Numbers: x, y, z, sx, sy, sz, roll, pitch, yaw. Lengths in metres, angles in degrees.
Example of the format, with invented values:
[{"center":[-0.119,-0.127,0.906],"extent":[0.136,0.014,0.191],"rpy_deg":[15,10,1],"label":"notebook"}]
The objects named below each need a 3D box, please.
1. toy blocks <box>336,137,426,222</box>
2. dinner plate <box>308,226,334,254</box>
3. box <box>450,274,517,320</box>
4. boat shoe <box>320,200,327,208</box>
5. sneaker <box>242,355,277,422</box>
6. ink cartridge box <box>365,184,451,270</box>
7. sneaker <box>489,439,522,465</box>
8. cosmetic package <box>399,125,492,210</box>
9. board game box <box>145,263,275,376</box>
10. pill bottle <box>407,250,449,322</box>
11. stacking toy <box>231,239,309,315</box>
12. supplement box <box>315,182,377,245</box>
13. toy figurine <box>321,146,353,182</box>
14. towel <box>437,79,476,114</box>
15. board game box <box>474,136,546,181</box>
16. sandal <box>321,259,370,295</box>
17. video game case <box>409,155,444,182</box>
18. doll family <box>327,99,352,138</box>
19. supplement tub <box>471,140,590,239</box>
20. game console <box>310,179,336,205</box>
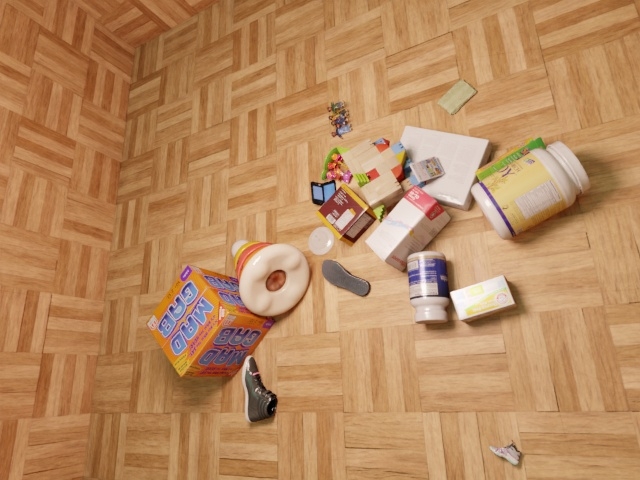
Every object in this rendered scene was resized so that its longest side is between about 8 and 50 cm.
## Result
[{"center":[0.271,-0.304,1.822],"extent":[0.261,0.191,0.381],"rpy_deg":[-30,63,8],"label":"toy blocks"},{"center":[0.000,0.000,2.069],"extent":[0.141,0.017,0.141],"rpy_deg":[-10,69,28],"label":"dinner plate"},{"center":[0.606,0.220,1.597],"extent":[0.203,0.103,0.114],"rpy_deg":[-24,64,22],"label":"box"},{"center":[0.052,-0.172,2.064],"extent":[0.137,0.049,0.043],"rpy_deg":[-40,23,13],"label":"boat shoe"},{"center":[-0.271,0.674,1.971],"extent":[0.147,0.104,0.295],"rpy_deg":[-13,75,25],"label":"sneaker"},{"center":[0.357,-0.043,1.750],"extent":[0.306,0.226,0.131],"rpy_deg":[-48,58,8],"label":"ink cartridge box"},{"center":[0.636,0.710,1.471],"extent":[0.098,0.038,0.069],"rpy_deg":[23,86,24],"label":"sneaker"},{"center":[0.489,-0.313,1.833],"extent":[0.377,0.097,0.284],"rpy_deg":[22,86,33],"label":"cosmetic package"},{"center":[-0.515,0.387,2.043],"extent":[0.356,0.356,0.356],"rpy_deg":[40,96,32],"label":"board game box"},{"center":[0.423,0.186,1.685],"extent":[0.153,0.153,0.264],"rpy_deg":[-9,71,28],"label":"pill bottle"},{"center":[-0.307,0.122,2.088],"extent":[0.480,0.350,0.350],"rpy_deg":[29,91,51],"label":"stacking toy"},{"center":[0.122,-0.118,1.966],"extent":[0.194,0.129,0.191],"rpy_deg":[-47,58,9],"label":"supplement box"},{"center":[0.105,-0.335,2.063],"extent":[0.159,0.130,0.173],"rpy_deg":[32,104,24],"label":"toy figurine"},{"center":[0.602,-0.635,1.908],"extent":[0.148,0.027,0.110],"rpy_deg":[-44,58,12],"label":"towel"},{"center":[0.743,-0.286,1.664],"extent":[0.259,0.124,0.039],"rpy_deg":[-31,29,20],"label":"board game box"},{"center":[0.110,0.173,1.937],"extent":[0.254,0.054,0.097],"rpy_deg":[32,99,24],"label":"sandal"},{"center":[0.433,-0.289,1.747],"extent":[0.122,0.011,0.087],"rpy_deg":[-19,73,-16],"label":"video game case"},{"center":[0.089,-0.606,2.170],"extent":[0.111,0.076,0.193],"rpy_deg":[-16,70,20],"label":"doll family"},{"center":[0.749,-0.179,1.556],"extent":[0.331,0.241,0.241],"rpy_deg":[-33,61,18],"label":"supplement tub"},{"center":[0.016,-0.238,2.102],"extent":[0.071,0.107,0.122],"rpy_deg":[-32,57,51],"label":"game console"}]
